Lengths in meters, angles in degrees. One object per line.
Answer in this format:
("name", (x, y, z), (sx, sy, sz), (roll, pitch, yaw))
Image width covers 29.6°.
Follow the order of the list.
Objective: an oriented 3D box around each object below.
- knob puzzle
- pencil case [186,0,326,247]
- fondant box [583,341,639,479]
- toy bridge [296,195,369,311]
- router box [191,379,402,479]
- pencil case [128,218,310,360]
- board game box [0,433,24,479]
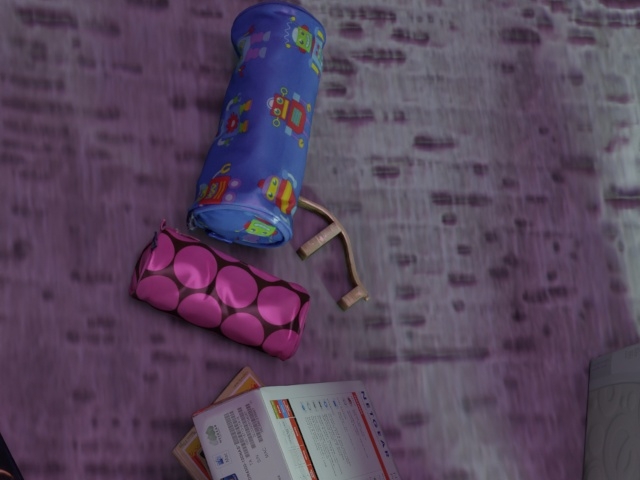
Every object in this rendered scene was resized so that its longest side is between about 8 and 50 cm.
("knob puzzle", (-0.055, 0.254, 1.353), (0.213, 0.030, 0.213), (29, 42, -31))
("pencil case", (-0.074, -0.133, 1.451), (0.119, 0.133, 0.306), (27, 60, -33))
("fondant box", (0.399, 0.283, 1.411), (0.096, 0.238, 0.330), (11, 71, -13))
("toy bridge", (0.000, 0.000, 1.496), (0.063, 0.026, 0.188), (-37, 85, -23))
("router box", (0.020, 0.317, 1.262), (0.082, 0.301, 0.335), (-26, 76, 18))
("pencil case", (-0.113, 0.059, 1.415), (0.209, 0.095, 0.098), (25, 64, -10))
("board game box", (-0.373, 0.288, 1.253), (0.165, 0.042, 0.243), (-19, 78, -56))
